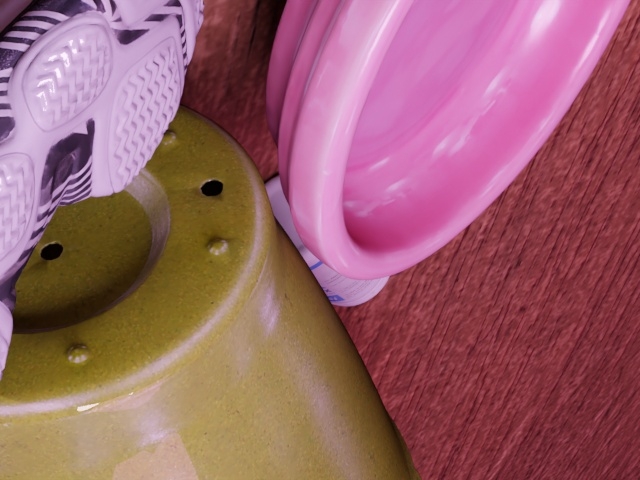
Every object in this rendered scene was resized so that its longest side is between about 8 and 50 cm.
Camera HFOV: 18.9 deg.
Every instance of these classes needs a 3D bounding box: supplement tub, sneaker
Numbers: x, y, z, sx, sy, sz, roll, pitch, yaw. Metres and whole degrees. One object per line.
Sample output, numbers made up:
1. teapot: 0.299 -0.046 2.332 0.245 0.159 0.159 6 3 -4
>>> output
1. supplement tub: 0.000 0.000 1.323 0.071 0.071 0.107 -39 150 9
2. sneaker: -0.214 -0.057 0.946 0.366 0.210 0.137 -61 161 -23

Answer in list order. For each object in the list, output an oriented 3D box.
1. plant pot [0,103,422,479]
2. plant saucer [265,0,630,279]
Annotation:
1. plant pot: -0.121 0.111 1.133 0.366 0.366 0.353 -26 138 -14
2. plant saucer: 0.079 -0.134 1.102 0.332 0.084 0.332 -45 156 -26
